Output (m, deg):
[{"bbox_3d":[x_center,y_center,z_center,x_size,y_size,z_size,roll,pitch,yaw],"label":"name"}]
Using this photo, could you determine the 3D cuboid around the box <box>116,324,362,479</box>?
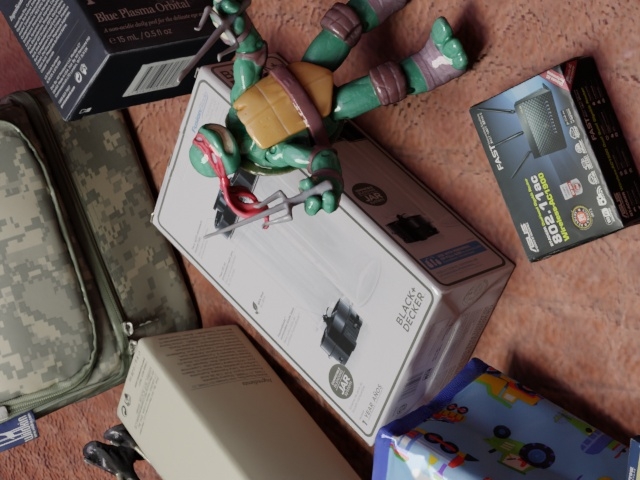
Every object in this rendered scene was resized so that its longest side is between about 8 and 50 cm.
[{"bbox_3d":[-0.057,0.194,1.359,0.275,0.113,0.094,49,131,38],"label":"box"}]

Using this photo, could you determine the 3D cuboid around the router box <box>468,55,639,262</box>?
[{"bbox_3d":[0.166,-0.055,1.121,0.092,0.038,0.122,-25,85,49],"label":"router box"}]

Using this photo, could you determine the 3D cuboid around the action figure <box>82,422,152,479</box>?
[{"bbox_3d":[-0.118,0.281,1.469,0.164,0.140,0.276,-56,47,39],"label":"action figure"}]

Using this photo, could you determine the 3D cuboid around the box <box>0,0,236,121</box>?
[{"bbox_3d":[-0.170,-0.198,1.338,0.158,0.156,0.093,57,135,16],"label":"box"}]

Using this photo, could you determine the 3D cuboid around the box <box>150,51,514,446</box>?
[{"bbox_3d":[0.000,0.000,1.279,0.290,0.087,0.169,42,131,28],"label":"box"}]

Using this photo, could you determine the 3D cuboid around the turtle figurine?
[{"bbox_3d":[-0.020,-0.104,1.163,0.175,0.234,0.118,56,169,2],"label":"turtle figurine"}]

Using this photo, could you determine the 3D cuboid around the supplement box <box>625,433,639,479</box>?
[{"bbox_3d":[0.258,0.157,1.063,0.083,0.083,0.056,22,119,40],"label":"supplement box"}]

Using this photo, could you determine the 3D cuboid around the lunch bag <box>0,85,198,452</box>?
[{"bbox_3d":[-0.290,0.026,1.469,0.212,0.256,0.305,-20,89,48],"label":"lunch bag"}]

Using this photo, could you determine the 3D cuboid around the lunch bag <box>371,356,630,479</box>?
[{"bbox_3d":[0.138,0.274,1.186,0.221,0.138,0.293,31,128,26],"label":"lunch bag"}]
